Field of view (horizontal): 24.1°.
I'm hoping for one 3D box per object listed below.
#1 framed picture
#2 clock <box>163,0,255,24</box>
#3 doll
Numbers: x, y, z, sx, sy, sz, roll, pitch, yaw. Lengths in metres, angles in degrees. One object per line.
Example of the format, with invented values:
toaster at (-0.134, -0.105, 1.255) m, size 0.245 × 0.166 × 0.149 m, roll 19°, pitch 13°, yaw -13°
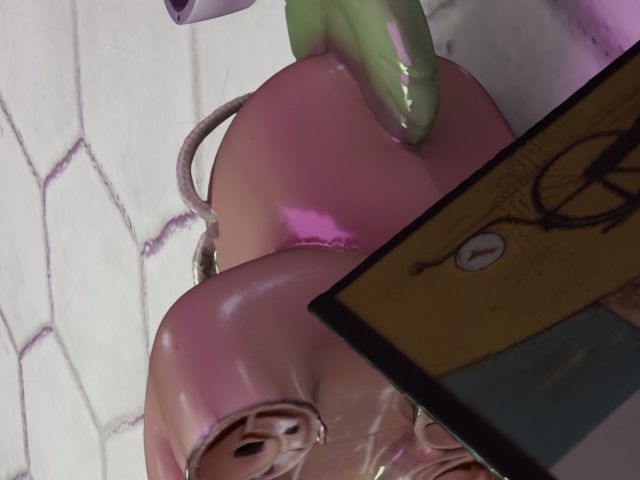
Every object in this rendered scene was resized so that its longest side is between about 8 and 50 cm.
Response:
framed picture at (0.163, 0.007, 0.394) m, size 0.324 × 0.244 × 0.013 m, roll 37°, pitch 163°, yaw 55°
clock at (-0.077, -0.224, 0.963) m, size 0.110 × 0.050 × 0.153 m, roll -45°, pitch 60°, yaw 59°
doll at (0.000, 0.000, 0.720) m, size 0.284 × 0.216 × 0.268 m, roll 105°, pitch 150°, yaw -44°
